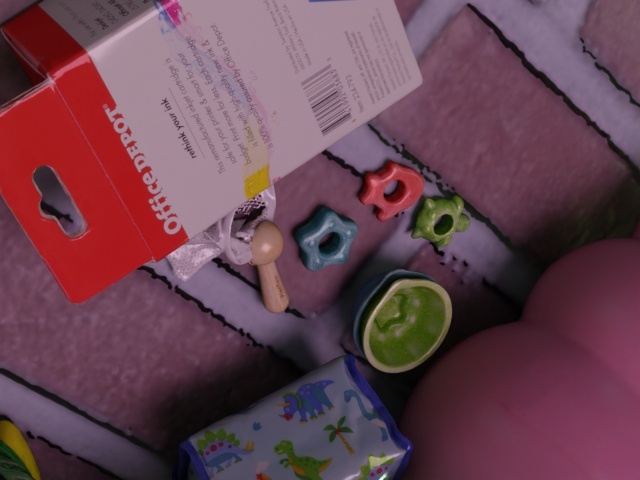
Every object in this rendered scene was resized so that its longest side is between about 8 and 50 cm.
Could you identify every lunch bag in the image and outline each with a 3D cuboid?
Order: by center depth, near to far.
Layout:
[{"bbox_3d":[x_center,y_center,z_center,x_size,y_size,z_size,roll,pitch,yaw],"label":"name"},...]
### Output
[{"bbox_3d":[-0.021,0.152,0.984,0.129,0.096,0.151,-26,157,-16],"label":"lunch bag"}]

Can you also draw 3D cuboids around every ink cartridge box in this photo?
[{"bbox_3d":[-0.073,-0.086,0.815,0.231,0.078,0.134,-34,129,-11],"label":"ink cartridge box"}]

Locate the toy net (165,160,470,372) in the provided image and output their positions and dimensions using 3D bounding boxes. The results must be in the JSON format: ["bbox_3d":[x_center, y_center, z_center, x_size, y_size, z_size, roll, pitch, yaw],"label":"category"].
[{"bbox_3d":[0.000,0.000,0.935,0.232,0.045,0.122,21,105,-39],"label":"toy net"}]

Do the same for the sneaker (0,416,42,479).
[{"bbox_3d":[-0.179,0.266,0.916,0.134,0.146,0.343,-27,129,-16],"label":"sneaker"}]

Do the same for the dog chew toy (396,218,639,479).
[{"bbox_3d":[0.204,0.095,1.031,0.332,0.206,0.206,-46,132,-11],"label":"dog chew toy"}]
